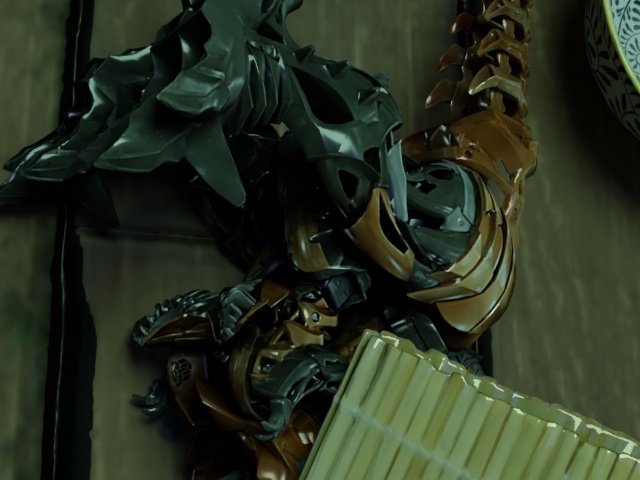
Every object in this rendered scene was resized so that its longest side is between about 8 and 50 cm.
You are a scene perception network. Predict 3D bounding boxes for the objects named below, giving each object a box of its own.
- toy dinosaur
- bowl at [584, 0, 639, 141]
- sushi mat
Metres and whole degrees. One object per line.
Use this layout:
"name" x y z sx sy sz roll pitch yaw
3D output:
"toy dinosaur" 0.000 0.000 0.449 0.218 0.164 0.322 38 48 -22
"bowl" 0.192 -0.098 0.551 0.170 0.080 0.170 5 75 -18
"sushi mat" 0.021 0.199 0.362 0.151 0.019 0.317 24 93 5
